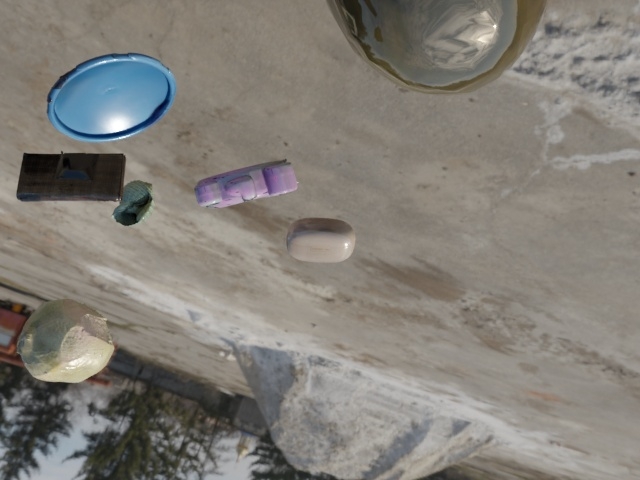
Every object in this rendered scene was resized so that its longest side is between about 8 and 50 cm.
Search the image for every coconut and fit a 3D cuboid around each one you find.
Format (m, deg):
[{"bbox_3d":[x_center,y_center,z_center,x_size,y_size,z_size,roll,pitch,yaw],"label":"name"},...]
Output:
[{"bbox_3d":[-0.553,0.215,1.149,0.194,0.195,0.194,17,161,6],"label":"coconut"}]

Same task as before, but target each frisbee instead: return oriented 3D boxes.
[{"bbox_3d":[-0.394,-0.275,1.013,0.242,0.045,0.242,-24,164,-7],"label":"frisbee"}]

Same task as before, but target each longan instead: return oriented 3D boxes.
[{"bbox_3d":[0.165,-0.417,0.777,0.336,0.405,0.404,-21,144,21],"label":"longan"}]

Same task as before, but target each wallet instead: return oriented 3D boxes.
[{"bbox_3d":[-0.572,-0.147,1.232,0.230,0.125,0.042,-1,163,-3],"label":"wallet"}]

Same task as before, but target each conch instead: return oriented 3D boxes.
[{"bbox_3d":[-0.581,-0.115,1.703,0.135,0.153,0.102,31,-174,25],"label":"conch"}]

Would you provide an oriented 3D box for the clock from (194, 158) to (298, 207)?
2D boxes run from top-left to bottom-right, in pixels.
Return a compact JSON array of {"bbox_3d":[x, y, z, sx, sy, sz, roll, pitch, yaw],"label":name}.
[{"bbox_3d":[-0.194,-0.139,1.361,0.247,0.090,0.227,-15,-174,-11],"label":"clock"}]

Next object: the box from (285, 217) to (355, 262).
[{"bbox_3d":[0.000,0.000,1.530,0.200,0.088,0.146,2,135,-3],"label":"box"}]
